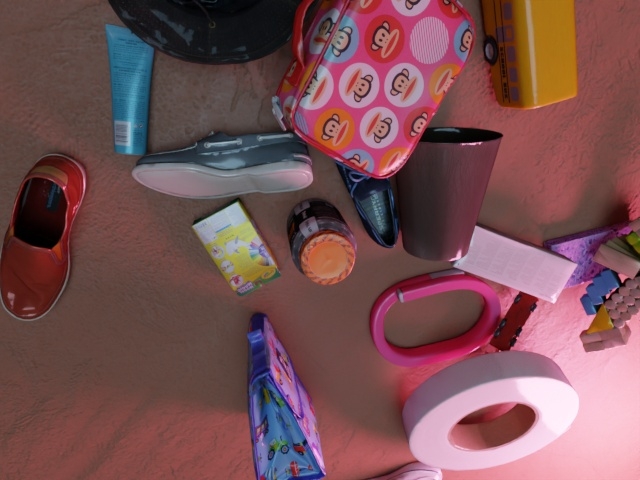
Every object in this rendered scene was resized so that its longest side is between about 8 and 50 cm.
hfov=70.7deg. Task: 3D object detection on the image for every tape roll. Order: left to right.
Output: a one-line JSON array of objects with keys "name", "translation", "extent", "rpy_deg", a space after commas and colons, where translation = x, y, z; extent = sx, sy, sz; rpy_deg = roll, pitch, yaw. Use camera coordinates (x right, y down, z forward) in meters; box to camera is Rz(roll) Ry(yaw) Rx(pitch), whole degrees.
[{"name": "tape roll", "translation": [0.382, 0.399, 1.030], "extent": [0.392, 0.072, 0.392], "rpy_deg": [-4, 128, -6]}]

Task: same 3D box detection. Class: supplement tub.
[{"name": "supplement tub", "translation": [0.000, 0.000, 0.829], "extent": [0.117, 0.190, 0.117], "rpy_deg": [-2, 109, -7]}]

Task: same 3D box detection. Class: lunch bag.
[{"name": "lunch bag", "translation": [-0.100, 0.302, 0.907], "extent": [0.138, 0.221, 0.293], "rpy_deg": [-15, 111, -3]}, {"name": "lunch bag", "translation": [0.067, -0.264, 0.683], "extent": [0.258, 0.120, 0.293], "rpy_deg": [24, 105, -31]}]

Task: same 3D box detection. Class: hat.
[{"name": "hat", "translation": [-0.155, -0.422, 0.691], "extent": [0.331, 0.134, 0.331], "rpy_deg": [0, 105, -1]}]

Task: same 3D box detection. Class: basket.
[{"name": "basket", "translation": [0.229, -0.088, 0.855], "extent": [0.204, 0.154, 0.227], "rpy_deg": [-6, 114, -11]}]

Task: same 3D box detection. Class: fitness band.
[{"name": "fitness band", "translation": [0.254, 0.176, 1.001], "extent": [0.290, 0.054, 0.209], "rpy_deg": [-13, 111, -2]}]

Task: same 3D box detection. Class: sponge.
[{"name": "sponge", "translation": [0.608, 0.034, 1.010], "extent": [0.210, 0.031, 0.117], "rpy_deg": [-14, 111, -3]}]

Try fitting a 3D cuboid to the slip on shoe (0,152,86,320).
[{"name": "slip on shoe", "translation": [-0.510, 0.006, 0.810], "extent": [0.123, 0.101, 0.331], "rpy_deg": [20, 107, -16]}]

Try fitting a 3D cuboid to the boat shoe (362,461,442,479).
[{"name": "boat shoe", "translation": [0.193, 0.647, 1.144], "extent": [0.258, 0.084, 0.095], "rpy_deg": [-20, 111, 0]}]

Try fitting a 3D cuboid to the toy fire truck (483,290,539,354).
[{"name": "toy fire truck", "translation": [0.422, 0.211, 1.017], "extent": [0.047, 0.135, 0.192], "rpy_deg": [30, 83, 25]}]

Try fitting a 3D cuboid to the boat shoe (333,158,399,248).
[{"name": "boat shoe", "translation": [0.104, -0.105, 0.859], "extent": [0.109, 0.089, 0.258], "rpy_deg": [-29, 111, 3]}]

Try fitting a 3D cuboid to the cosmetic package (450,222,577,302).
[{"name": "cosmetic package", "translation": [0.401, 0.043, 0.954], "extent": [0.239, 0.060, 0.099], "rpy_deg": [20, 106, -6]}]

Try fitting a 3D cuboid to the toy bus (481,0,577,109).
[{"name": "toy bus", "translation": [0.347, -0.403, 0.764], "extent": [0.108, 0.130, 0.333], "rpy_deg": [-16, 111, -2]}]

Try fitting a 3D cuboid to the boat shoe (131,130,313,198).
[{"name": "boat shoe", "translation": [-0.174, -0.144, 0.821], "extent": [0.319, 0.116, 0.099], "rpy_deg": [-2, 70, -1]}]

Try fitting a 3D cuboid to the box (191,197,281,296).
[{"name": "box", "translation": [-0.161, 0.017, 0.893], "extent": [0.105, 0.043, 0.179], "rpy_deg": [-27, 109, 2]}]

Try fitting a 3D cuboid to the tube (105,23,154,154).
[{"name": "tube", "translation": [-0.325, -0.252, 0.772], "extent": [0.080, 0.052, 0.207], "rpy_deg": [2, 105, -18]}]

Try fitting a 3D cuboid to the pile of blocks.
[{"name": "pile of blocks", "translation": [0.664, 0.077, 0.975], "extent": [0.112, 0.149, 0.362], "rpy_deg": [-14, 132, -48]}]
